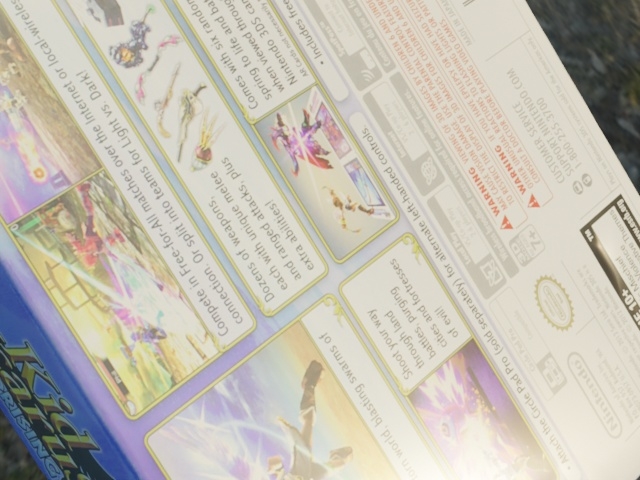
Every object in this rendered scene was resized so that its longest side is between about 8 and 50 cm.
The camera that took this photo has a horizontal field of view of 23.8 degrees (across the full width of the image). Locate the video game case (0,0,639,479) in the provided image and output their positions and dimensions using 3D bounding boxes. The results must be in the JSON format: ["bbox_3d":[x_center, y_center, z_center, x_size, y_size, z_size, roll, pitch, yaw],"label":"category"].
[{"bbox_3d":[0.000,0.000,0.518,0.061,0.244,0.269,-24,100,51],"label":"video game case"}]
